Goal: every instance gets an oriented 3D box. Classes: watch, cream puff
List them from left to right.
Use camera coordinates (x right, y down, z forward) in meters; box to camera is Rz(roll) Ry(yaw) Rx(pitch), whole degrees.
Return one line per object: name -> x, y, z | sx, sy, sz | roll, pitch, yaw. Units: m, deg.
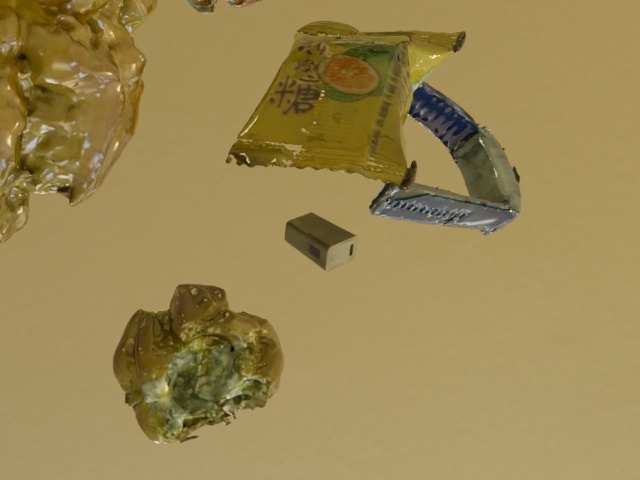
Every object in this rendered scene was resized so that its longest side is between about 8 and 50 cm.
cream puff -> -0.256, -0.150, 1.215 | 0.324, 0.291, 0.257 | -25, 75, -39
cream puff -> -0.162, 0.147, 1.928 | 0.194, 0.221, 0.195 | 160, -90, -78
watch -> 0.146, -0.087, 1.784 | 0.274, 0.068, 0.276 | 35, 33, -36

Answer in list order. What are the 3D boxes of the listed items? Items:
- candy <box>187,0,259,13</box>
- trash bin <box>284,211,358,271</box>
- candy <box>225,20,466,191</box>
candy -> -0.051, -0.277, 1.510 | 0.046, 0.182, 0.053 | -125, -168, -60
trash bin -> 0.000, 0.000, 2.104 | 0.092, 0.061, 0.043 | 32, -50, 37
candy -> 0.033, -0.148, 1.472 | 0.297, 0.187, 0.081 | -68, 163, -54
